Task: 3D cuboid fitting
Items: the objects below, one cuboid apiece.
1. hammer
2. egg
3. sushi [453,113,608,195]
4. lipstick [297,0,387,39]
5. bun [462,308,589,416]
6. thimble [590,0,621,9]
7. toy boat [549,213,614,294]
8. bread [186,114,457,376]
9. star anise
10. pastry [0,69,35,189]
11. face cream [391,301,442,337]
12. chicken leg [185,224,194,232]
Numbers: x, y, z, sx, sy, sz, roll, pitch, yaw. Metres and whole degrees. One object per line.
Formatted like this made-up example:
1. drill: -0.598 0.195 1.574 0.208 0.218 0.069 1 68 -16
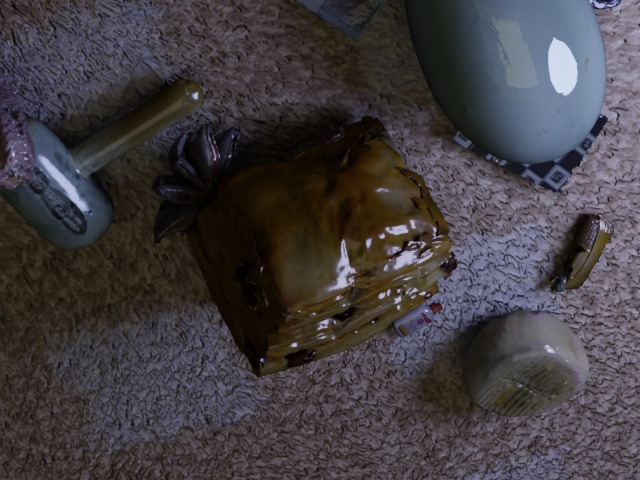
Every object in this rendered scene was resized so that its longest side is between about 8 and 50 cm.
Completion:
1. hammer: -0.291 -0.129 1.604 0.305 0.113 0.202 -34 126 8
2. egg: 0.232 -0.265 1.512 0.229 0.230 0.371 -26 115 9
3. sushi: 0.303 -0.164 1.713 0.201 0.031 0.139 25 110 -21
4. lipstick: -0.081 -0.387 1.473 0.371 0.076 0.080 29 116 -25
5. bun: 0.323 0.194 1.906 0.178 0.128 0.193 28 127 -24
6. thimble: 0.359 -0.357 1.570 0.095 0.066 0.104 -21 125 2
7. toy boat: 0.404 0.023 1.849 0.048 0.047 0.149 22 116 -7
8. bread: 0.000 0.000 1.588 0.324 0.278 0.167 -26 163 -8
9. star anise: -0.174 -0.072 1.646 0.195 0.065 0.182 -53 152 -18
10. pastry: -0.441 -0.166 1.506 0.112 0.265 0.103 -7 139 -56
11. face cream: 0.156 0.123 1.891 0.083 0.021 0.040 -31 124 11
12. chicken leg: -0.131 0.033 1.766 0.089 0.048 0.219 -26 124 6
